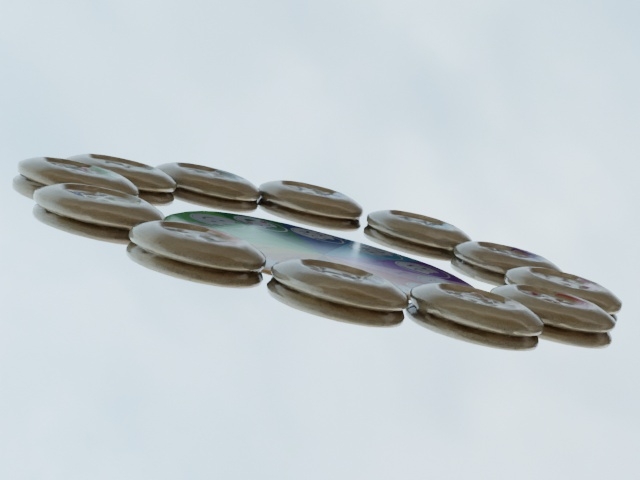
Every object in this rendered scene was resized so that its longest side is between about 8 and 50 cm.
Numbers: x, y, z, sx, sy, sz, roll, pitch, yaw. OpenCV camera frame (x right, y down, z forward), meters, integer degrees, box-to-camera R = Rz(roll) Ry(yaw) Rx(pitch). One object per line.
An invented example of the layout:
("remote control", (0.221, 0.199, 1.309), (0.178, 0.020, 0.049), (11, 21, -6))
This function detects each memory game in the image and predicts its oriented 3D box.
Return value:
("memory game", (0.000, 0.000, 0.528), (0.186, 0.186, 0.012), (5, -78, -46))
